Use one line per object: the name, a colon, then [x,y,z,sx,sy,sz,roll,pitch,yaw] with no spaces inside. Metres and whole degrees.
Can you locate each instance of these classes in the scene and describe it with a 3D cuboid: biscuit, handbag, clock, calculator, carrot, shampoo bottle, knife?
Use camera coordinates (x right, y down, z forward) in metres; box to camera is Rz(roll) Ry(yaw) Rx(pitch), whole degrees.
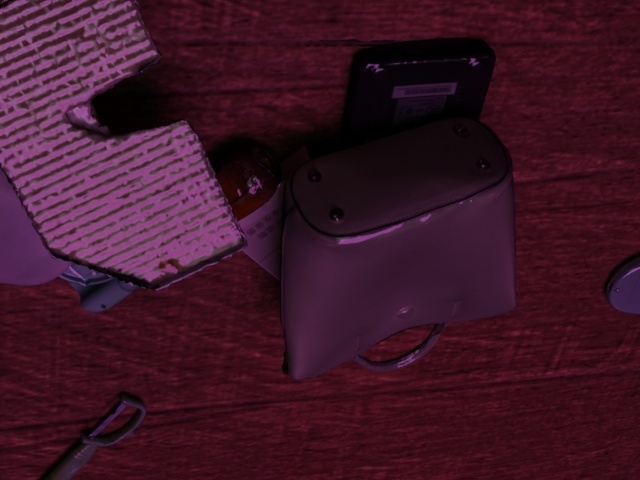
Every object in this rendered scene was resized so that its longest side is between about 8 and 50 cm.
biscuit: [-0.164,-0.075,0.968,0.147,0.046,0.250,-27,109,-4]
handbag: [0.076,0.044,1.187,0.241,0.109,0.315,-17,138,-10]
clock: [-0.197,-0.009,1.085,0.101,0.041,0.135,-36,117,19]
calculator: [0.383,0.044,1.427,0.153,0.021,0.095,-2,134,-18]
carrot: [-0.103,-0.023,1.125,0.161,0.055,0.055,-36,137,21]
shampoo bottle: [-0.245,-0.014,1.024,0.220,0.051,0.108,9,116,-9]
knife: [-0.249,0.230,1.344,0.212,0.015,0.054,-45,142,21]

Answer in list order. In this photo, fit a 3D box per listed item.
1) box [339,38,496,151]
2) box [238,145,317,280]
box: [0.083,-0.115,1.128,0.126,0.027,0.125,-7,136,-17]
box: [0.000,0.000,1.208,0.109,0.029,0.198,-36,135,13]
